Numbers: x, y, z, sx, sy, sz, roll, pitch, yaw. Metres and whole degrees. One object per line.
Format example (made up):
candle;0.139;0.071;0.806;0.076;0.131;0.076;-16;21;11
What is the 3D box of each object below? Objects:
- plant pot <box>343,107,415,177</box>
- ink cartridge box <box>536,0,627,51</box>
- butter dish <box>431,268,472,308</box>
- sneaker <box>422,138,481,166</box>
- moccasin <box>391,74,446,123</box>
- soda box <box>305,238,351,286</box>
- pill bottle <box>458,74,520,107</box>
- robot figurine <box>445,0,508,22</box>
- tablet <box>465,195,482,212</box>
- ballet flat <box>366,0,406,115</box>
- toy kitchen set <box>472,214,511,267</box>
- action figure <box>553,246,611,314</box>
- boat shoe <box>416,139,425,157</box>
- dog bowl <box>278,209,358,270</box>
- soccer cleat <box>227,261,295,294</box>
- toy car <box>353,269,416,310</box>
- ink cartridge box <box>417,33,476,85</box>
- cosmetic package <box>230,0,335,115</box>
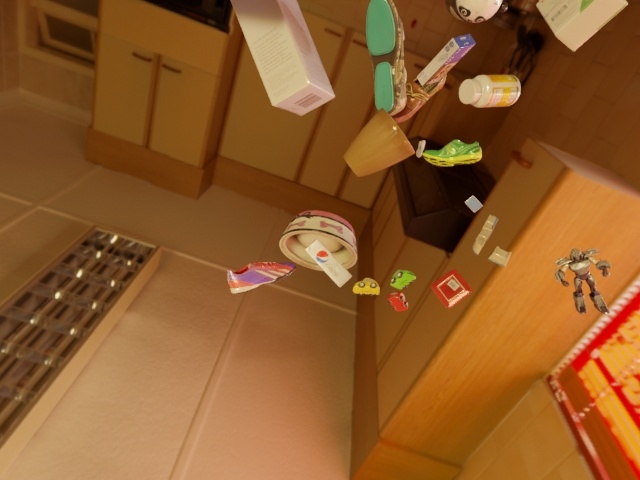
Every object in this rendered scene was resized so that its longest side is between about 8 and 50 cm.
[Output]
plant pot;0.231;-0.394;1.815;0.237;0.254;0.237;51;-168;-16
ink cartridge box;0.715;-0.657;1.176;0.093;0.154;0.212;23;-134;-22
butter dish;0.685;0.259;2.187;0.118;0.160;0.160;35;-161;-53
sneaker;0.685;-0.459;2.211;0.296;0.123;0.109;2;166;22
moccasin;0.462;-0.701;2.030;0.380;0.147;0.139;-35;-101;-11
soda box;0.032;0.094;1.779;0.216;0.074;0.069;47;177;0
pill bottle;0.631;-0.560;1.589;0.209;0.117;0.117;-10;-140;-21
robot figurine;0.564;-0.904;1.571;0.209;0.173;0.278;-21;-150;11
tablet;0.789;-0.187;2.178;0.083;0.054;0.006;40;-161;-18
ballet flat;0.300;-0.789;1.823;0.164;0.482;0.182;10;-151;40
toy kitchen set;0.804;0.016;1.949;0.166;0.122;0.207;28;-123;20
action figure;0.992;0.144;1.592;0.284;0.186;0.099;63;-150;-18
boat shoe;0.547;-0.498;2.296;0.035;0.100;0.035;-26;-132;-29
dog bowl;0.000;0.000;2.176;0.409;0.408;0.150;17;-121;-8
soccer cleat;-0.262;0.141;1.910;0.319;0.116;0.109;-18;-169;-22
toy car;0.265;0.162;1.544;0.239;0.225;0.053;24;-131;-17
ink cartridge box;0.449;-0.648;1.528;0.097;0.207;0.046;-26;-96;-30
cosmetic package;-0.135;-0.689;1.478;0.230;0.162;0.452;-15;-97;-66
